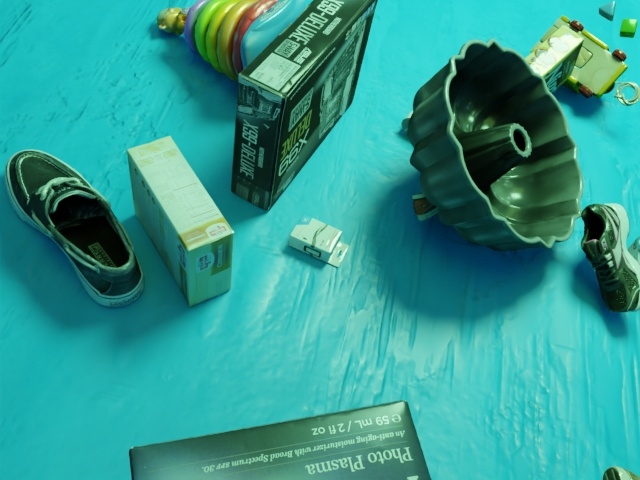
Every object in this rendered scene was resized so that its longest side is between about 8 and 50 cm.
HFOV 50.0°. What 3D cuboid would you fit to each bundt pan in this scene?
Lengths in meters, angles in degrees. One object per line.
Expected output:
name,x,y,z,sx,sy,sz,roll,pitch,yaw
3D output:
bundt pan,0.256,-0.131,1.051,0.331,0.124,0.330,16,64,-37

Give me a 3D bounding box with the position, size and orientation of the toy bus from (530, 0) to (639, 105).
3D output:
toy bus,0.509,-0.336,1.324,0.191,0.104,0.202,-3,84,23

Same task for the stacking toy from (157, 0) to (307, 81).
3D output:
stacking toy,-0.174,-0.368,1.215,0.302,0.165,0.175,24,56,26

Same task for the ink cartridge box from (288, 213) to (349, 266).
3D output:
ink cartridge box,0.000,0.000,1.032,0.083,0.028,0.048,24,54,7

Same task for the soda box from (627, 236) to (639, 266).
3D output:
soda box,0.567,0.060,1.069,0.183,0.063,0.058,18,53,3

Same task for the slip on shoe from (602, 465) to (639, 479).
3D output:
slip on shoe,0.381,0.347,0.840,0.041,0.051,0.135,17,46,-12

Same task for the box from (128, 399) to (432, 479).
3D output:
box,-0.023,0.346,0.683,0.296,0.182,0.294,-7,57,-15

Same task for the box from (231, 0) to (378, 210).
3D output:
box,-0.025,-0.231,1.064,0.077,0.242,0.307,27,53,10

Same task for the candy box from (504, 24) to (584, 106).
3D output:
candy box,0.379,-0.283,1.223,0.187,0.109,0.053,-43,69,-10

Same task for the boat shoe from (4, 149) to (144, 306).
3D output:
boat shoe,-0.349,-0.041,0.953,0.108,0.102,0.301,-29,64,-27

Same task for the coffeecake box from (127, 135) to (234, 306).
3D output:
coffeecake box,-0.193,-0.025,0.945,0.068,0.142,0.185,-24,62,-24

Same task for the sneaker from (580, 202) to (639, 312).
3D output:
sneaker,0.429,0.025,1.040,0.077,0.072,0.178,8,64,-32

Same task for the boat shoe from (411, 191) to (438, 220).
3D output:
boat shoe,0.203,-0.066,1.108,0.137,0.049,0.043,-17,95,-36

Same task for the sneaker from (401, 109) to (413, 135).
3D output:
sneaker,0.221,-0.194,1.199,0.152,0.053,0.061,27,51,10
